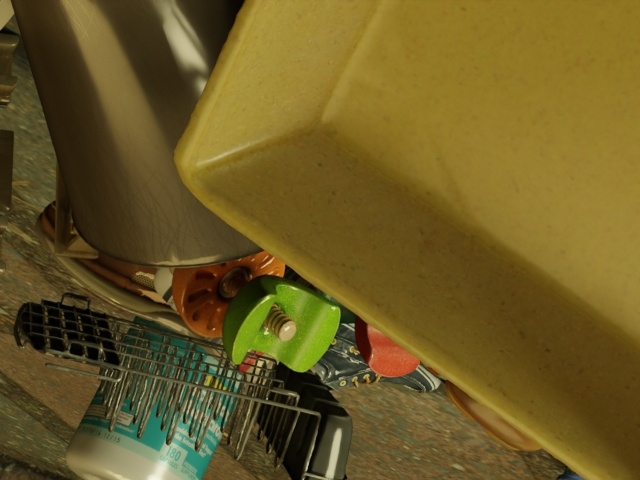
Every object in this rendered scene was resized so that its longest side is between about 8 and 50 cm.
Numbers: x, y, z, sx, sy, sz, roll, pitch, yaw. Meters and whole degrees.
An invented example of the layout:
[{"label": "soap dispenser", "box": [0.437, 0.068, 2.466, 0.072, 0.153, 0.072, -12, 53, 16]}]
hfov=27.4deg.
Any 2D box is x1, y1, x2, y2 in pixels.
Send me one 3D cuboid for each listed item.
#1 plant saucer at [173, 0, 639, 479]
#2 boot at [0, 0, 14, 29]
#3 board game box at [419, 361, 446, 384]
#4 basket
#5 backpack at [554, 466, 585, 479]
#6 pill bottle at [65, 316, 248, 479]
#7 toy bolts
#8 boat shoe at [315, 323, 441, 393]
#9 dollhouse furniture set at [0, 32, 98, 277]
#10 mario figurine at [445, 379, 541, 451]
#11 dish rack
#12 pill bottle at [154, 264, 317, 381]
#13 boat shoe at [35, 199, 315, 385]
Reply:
[{"label": "plant saucer", "box": [0.133, -0.073, 0.612, 0.333, 0.081, 0.333, 35, 125, 8]}, {"label": "boot", "box": [-0.315, -0.159, 1.031, 0.086, 0.190, 0.069, 38, -169, -20]}, {"label": "board game box", "box": [0.160, 0.127, 1.341, 0.260, 0.030, 0.136, 38, 154, -29]}, {"label": "basket", "box": [-0.109, -0.113, 0.880, 0.204, 0.154, 0.227, -1, 138, 16]}, {"label": "backpack", "box": [0.309, 0.302, 1.502, 0.105, 0.084, 0.114, 21, 163, 10]}, {"label": "pill bottle", "box": [-0.160, 0.157, 1.443, 0.146, 0.264, 0.146, 22, 160, 9]}, {"label": "toy bolts", "box": [0.000, 0.000, 1.104, 0.228, 0.218, 0.158, 18, -163, -47]}, {"label": "boat shoe", "box": [0.042, 0.137, 1.420, 0.183, 0.083, 0.065, 31, 158, -15]}, {"label": "dollhouse furniture set", "box": [-0.300, -0.059, 1.182, 0.242, 0.212, 0.161, 5, 166, -23]}, {"label": "mario figurine", "box": [0.216, 0.016, 0.791, 0.320, 0.170, 0.198, -47, 63, 47]}, {"label": "dish rack", "box": [-0.114, 0.115, 1.047, 0.271, 0.074, 0.208, 16, -177, -15]}, {"label": "pill bottle", "box": [-0.091, 0.034, 1.222, 0.180, 0.108, 0.108, 45, 158, 1]}, {"label": "boat shoe", "box": [-0.132, 0.033, 1.336, 0.324, 0.116, 0.123, 28, -174, 2]}]
